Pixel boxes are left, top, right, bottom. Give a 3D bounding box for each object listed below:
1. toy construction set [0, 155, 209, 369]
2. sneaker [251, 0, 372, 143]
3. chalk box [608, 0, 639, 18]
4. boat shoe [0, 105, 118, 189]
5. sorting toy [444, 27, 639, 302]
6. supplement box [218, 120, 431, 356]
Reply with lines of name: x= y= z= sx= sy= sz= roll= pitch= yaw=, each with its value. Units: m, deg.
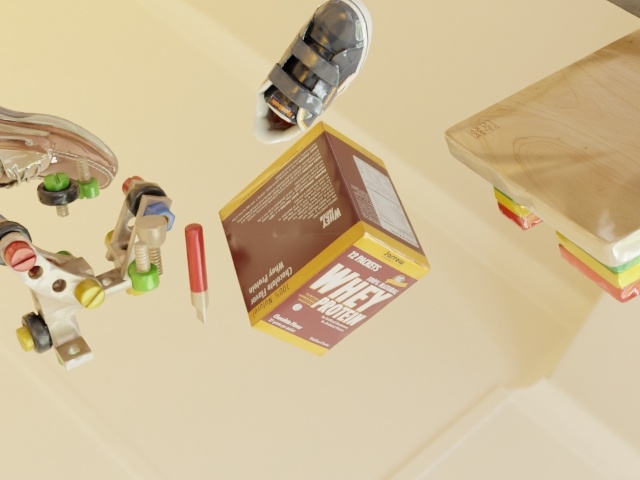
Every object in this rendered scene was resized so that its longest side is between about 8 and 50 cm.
toy construction set: x=-0.282 y=0.062 z=1.447 sx=0.308 sy=0.237 sz=0.257 roll=14 pitch=-148 yaw=30
sneaker: x=-0.020 y=-0.282 z=1.870 sx=0.126 sy=0.321 sz=0.127 roll=40 pitch=-135 yaw=7
chalk box: x=0.259 y=-0.261 z=0.826 sx=0.213 sy=0.132 sz=0.132 roll=26 pitch=175 yaw=-11
boat shoe: x=-0.467 y=-0.129 z=1.619 sx=0.324 sy=0.123 sz=0.116 roll=16 pitch=-124 yaw=-20
sorting toy: x=0.284 y=-0.072 z=0.933 sx=0.255 sy=0.089 sz=0.257 roll=-28 pitch=-148 yaw=-10
supplement box: x=0.000 y=0.000 z=1.335 sx=0.129 sy=0.191 sz=0.194 roll=28 pitch=-149 yaw=-42
